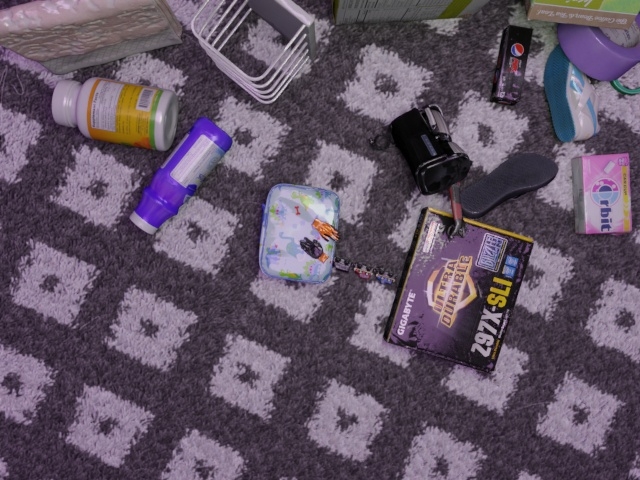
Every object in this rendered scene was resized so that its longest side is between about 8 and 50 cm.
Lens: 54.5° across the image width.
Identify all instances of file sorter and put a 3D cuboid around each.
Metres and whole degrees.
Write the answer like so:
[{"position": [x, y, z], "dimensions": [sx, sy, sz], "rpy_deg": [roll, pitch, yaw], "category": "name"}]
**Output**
[{"position": [-0.135, -0.419, 1.304], "dimensions": [0.193, 0.278, 0.173], "rpy_deg": [39, 93, -2], "category": "file sorter"}]

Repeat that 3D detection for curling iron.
[{"position": [0.289, -0.126, 1.383], "dimensions": [0.035, 0.068, 0.274], "rpy_deg": [0, 65, -6], "category": "curling iron"}]

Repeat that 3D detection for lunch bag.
[{"position": [-0.050, -0.018, 1.409], "dimensions": [0.176, 0.090, 0.219], "rpy_deg": [7, 92, -3], "category": "lunch bag"}]

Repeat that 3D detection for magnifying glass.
[{"position": [0.787, -0.382, 1.443], "dimensions": [0.231, 0.026, 0.092], "rpy_deg": [3, 92, -2], "category": "magnifying glass"}]

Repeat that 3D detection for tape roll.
[{"position": [0.624, -0.451, 1.368], "dimensions": [0.189, 0.080, 0.189], "rpy_deg": [8, 65, -18], "category": "tape roll"}]

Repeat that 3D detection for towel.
[{"position": [-0.468, -0.431, 1.279], "dimensions": [0.332, 0.317, 0.053], "rpy_deg": [-14, 91, 1], "category": "towel"}]

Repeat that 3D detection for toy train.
[{"position": [0.102, 0.072, 1.446], "dimensions": [0.158, 0.027, 0.036], "rpy_deg": [16, 95, -1], "category": "toy train"}]

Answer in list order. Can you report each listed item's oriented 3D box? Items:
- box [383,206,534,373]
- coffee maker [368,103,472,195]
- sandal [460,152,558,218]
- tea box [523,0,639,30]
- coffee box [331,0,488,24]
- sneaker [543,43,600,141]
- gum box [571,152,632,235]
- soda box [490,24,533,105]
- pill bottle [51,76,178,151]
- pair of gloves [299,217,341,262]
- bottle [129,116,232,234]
[{"position": [0.313, 0.113, 1.426], "dimensions": [0.257, 0.079, 0.322], "rpy_deg": [17, 91, -3], "category": "box"}, {"position": [0.221, -0.188, 1.362], "dimensions": [0.171, 0.178, 0.120], "rpy_deg": [-35, 136, 21], "category": "coffee maker"}, {"position": [0.423, -0.125, 1.425], "dimensions": [0.254, 0.054, 0.097], "rpy_deg": [-25, 59, -8], "category": "sandal"}, {"position": [0.544, -0.652, 1.220], "dimensions": [0.220, 0.323, 0.329], "rpy_deg": [6, 54, 2], "category": "tea box"}, {"position": [0.182, -0.650, 1.256], "dimensions": [0.334, 0.338, 0.338], "rpy_deg": [-4, 98, 0], "category": "coffee box"}, {"position": [0.577, -0.340, 1.419], "dimensions": [0.092, 0.087, 0.229], "rpy_deg": [-8, 91, -19], "category": "sneaker"}, {"position": [0.646, -0.101, 1.430], "dimensions": [0.107, 0.062, 0.188], "rpy_deg": [-3, 92, 0], "category": "gum box"}, {"position": [0.436, -0.399, 1.423], "dimensions": [0.060, 0.053, 0.169], "rpy_deg": [10, 92, -2], "category": "soda box"}, {"position": [-0.450, -0.283, 1.372], "dimensions": [0.245, 0.136, 0.136], "rpy_deg": [10, 92, -1], "category": "pill bottle"}, {"position": [0.000, 0.000, 1.361], "dimensions": [0.074, 0.010, 0.083], "rpy_deg": [35, 95, -3], "category": "pair of gloves"}, {"position": [-0.313, -0.142, 1.387], "dimensions": [0.092, 0.118, 0.283], "rpy_deg": [38, 90, -2], "category": "bottle"}]
